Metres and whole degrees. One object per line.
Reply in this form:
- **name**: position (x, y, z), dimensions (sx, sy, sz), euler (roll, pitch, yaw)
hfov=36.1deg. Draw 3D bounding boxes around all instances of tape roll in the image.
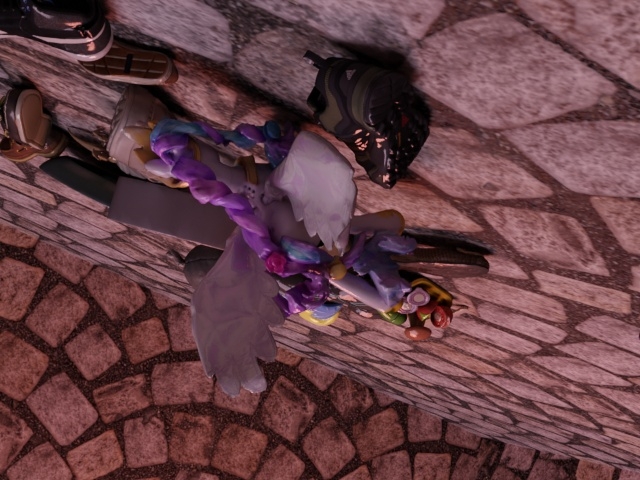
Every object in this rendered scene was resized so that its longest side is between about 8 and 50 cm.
- **tape roll**: position (-0.225, -0.040, 1.568), dimensions (0.219, 0.072, 0.219), euler (14, 178, 0)

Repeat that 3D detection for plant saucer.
- **plant saucer**: position (-0.366, -0.085, 1.826), dimensions (0.317, 0.043, 0.317), euler (26, -178, -1)

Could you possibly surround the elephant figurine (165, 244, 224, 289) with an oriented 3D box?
- **elephant figurine**: position (-0.161, 0.051, 2.024), dimensions (0.239, 0.186, 0.169), euler (-15, 100, 52)

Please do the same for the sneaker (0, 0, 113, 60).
- **sneaker**: position (-0.341, -0.275, 1.093), dimensions (0.217, 0.079, 0.121), euler (13, 164, -1)

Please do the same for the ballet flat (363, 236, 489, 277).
- **ballet flat**: position (0.157, 0.021, 1.551), dimensions (0.250, 0.058, 0.084), euler (2, 161, 44)

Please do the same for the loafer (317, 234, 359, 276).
- **loafer**: position (0.000, 0.000, 1.603), dimensions (0.087, 0.094, 0.251), euler (14, 166, 47)

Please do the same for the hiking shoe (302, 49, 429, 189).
- **hiking shoe**: position (0.047, -0.135, 1.052), dimensions (0.114, 0.086, 0.227), euler (34, 168, 20)

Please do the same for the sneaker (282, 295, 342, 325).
- **sneaker**: position (-0.052, 0.102, 2.180), dimensions (0.240, 0.091, 0.126), euler (25, 148, -14)

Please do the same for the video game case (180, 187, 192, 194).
- **video game case**: position (-0.125, -0.032, 1.791), dimensions (0.232, 0.042, 0.210), euler (28, 165, -27)

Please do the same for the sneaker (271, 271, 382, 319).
- **sneaker**: position (0.026, 0.074, 1.912), dimensions (0.267, 0.101, 0.106), euler (14, 157, -5)

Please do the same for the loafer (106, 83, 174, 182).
- **loafer**: position (-0.234, -0.143, 1.389), dimensions (0.111, 0.112, 0.319), euler (17, 175, -5)

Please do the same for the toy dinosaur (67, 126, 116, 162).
- **toy dinosaur**: position (-0.366, -0.151, 1.670), dimensions (0.183, 0.053, 0.092), euler (20, 169, 4)

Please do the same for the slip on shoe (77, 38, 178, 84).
- **slip on shoe**: position (-0.237, -0.218, 1.209), dimensions (0.135, 0.051, 0.041), euler (11, 176, 18)

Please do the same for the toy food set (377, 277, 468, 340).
- **toy food set**: position (0.181, 0.138, 1.841), dimensions (0.128, 0.071, 0.218), euler (-21, 142, 37)

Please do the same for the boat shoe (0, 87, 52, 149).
- **boat shoe**: position (-0.494, -0.201, 1.606), dimensions (0.069, 0.081, 0.228), euler (18, 170, -4)

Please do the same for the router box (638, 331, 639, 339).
- **router box**: position (0.608, 0.146, 1.247), dimensions (0.309, 0.081, 0.243), euler (25, 166, -14)

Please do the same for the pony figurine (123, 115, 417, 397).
- **pony figurine**: position (-0.043, -0.014, 1.203), dimensions (0.363, 0.303, 0.351), euler (16, -153, -44)

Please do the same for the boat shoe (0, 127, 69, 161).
- **boat shoe**: position (-0.533, -0.185, 1.793), dimensions (0.178, 0.064, 0.060), euler (1, 149, 40)
